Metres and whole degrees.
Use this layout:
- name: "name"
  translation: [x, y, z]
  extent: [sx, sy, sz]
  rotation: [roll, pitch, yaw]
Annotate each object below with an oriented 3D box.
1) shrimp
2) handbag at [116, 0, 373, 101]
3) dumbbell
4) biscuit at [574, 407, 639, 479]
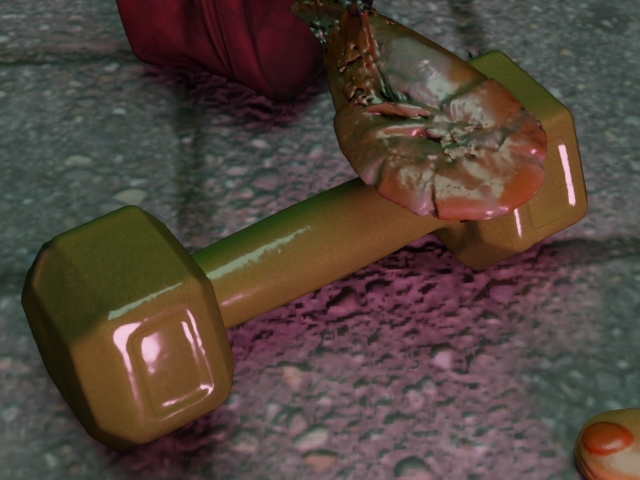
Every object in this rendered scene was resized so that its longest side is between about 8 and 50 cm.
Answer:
- name: "shrimp"
  translation: [0.039, -0.075, 0.586]
  extent: [0.091, 0.043, 0.184]
  rotation: [-23, 53, -17]
- name: "handbag"
  translation: [-0.051, -0.201, 0.720]
  extent: [0.135, 0.225, 0.146]
  rotation: [21, 51, 28]
- name: "dumbbell"
  translation: [0.000, 0.000, 0.619]
  extent: [0.302, 0.121, 0.108]
  rotation: [-26, 25, -22]
- name: "biscuit"
  translation: [0.199, 0.122, 0.567]
  extent: [0.153, 0.030, 0.234]
  rotation: [12, 49, 6]
